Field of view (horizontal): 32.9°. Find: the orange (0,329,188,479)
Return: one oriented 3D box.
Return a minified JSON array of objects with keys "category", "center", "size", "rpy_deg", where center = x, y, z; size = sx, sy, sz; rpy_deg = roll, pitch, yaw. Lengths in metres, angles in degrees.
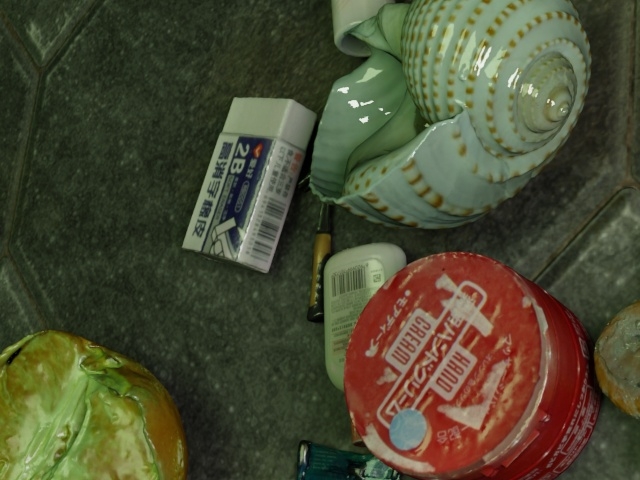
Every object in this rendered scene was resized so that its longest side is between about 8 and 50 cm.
[{"category":"orange","center":[-0.279,0.258,1.315],"size":[0.334,0.196,0.262],"rpy_deg":[23,104,45]}]

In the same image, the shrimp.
[{"category":"shrimp","center":[0.320,0.098,0.928],"size":[0.187,0.052,0.132],"rpy_deg":[9,81,43]}]

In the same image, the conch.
[{"category":"conch","center":[0.134,-0.135,1.128],"size":[0.303,0.215,0.319],"rpy_deg":[-58,18,-2]}]

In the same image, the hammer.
[{"category":"hammer","center":[0.000,0.000,1.301],"size":[0.078,0.021,0.201],"rpy_deg":[-7,69,36]}]

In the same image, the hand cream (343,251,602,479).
[{"category":"hand cream","center":[0.150,0.134,1.056],"size":[0.230,0.149,0.230],"rpy_deg":[-16,62,33]}]

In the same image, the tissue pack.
[{"category":"tissue pack","center":[0.025,0.265,1.184],"size":[0.138,0.028,0.085],"rpy_deg":[-4,72,40]}]

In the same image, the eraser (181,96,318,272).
[{"category":"eraser","center":[-0.089,-0.072,1.361],"size":[0.124,0.068,0.210],"rpy_deg":[10,80,50]}]

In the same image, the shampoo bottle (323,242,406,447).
[{"category":"shampoo bottle","center":[0.052,0.115,1.200],"size":[0.108,0.051,0.221],"rpy_deg":[-15,66,32]}]

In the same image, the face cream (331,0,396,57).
[{"category":"face cream","center":[0.048,-0.362,1.357],"size":[0.082,0.082,0.269],"rpy_deg":[-20,63,31]}]
